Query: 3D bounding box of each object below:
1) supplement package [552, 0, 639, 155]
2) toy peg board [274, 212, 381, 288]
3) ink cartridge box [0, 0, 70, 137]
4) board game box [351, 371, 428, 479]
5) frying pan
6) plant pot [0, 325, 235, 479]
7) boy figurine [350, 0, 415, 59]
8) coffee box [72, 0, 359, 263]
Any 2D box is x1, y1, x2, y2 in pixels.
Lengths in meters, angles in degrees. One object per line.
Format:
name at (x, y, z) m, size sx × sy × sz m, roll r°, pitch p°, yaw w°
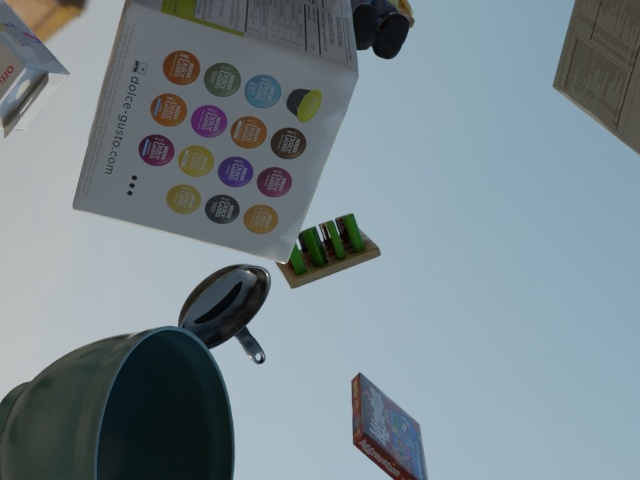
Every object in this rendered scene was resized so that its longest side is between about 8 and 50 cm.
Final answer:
supplement package at (0.466, -0.227, 1.605) m, size 0.263 × 0.199 × 0.198 m, roll 50°, pitch -40°, yaw 46°
toy peg board at (0.000, 0.000, 2.147) m, size 0.160 × 0.161 × 0.079 m, roll -130°, pitch -160°, yaw -73°
ink cartridge box at (-0.356, -0.188, 1.391) m, size 0.092 × 0.143 × 0.090 m, roll -47°, pitch 166°, yaw 19°
board game box at (0.111, 0.314, 2.066) m, size 0.027 × 0.145 × 0.281 m, roll -48°, pitch -171°, yaw 11°
frying pan at (-0.140, 0.122, 2.243) m, size 0.053 × 0.326 × 0.197 m, roll 45°, pitch -78°, yaw 26°
plant pot at (-0.250, 0.244, 1.430) m, size 0.196 × 0.293 × 0.293 m, roll -3°, pitch -117°, yaw 25°
boy figurine at (0.074, -0.412, 2.202) m, size 0.285 × 0.177 × 0.092 m, roll -105°, pitch -147°, yaw -61°
coffee box at (-0.153, -0.225, 1.904) m, size 0.338 × 0.334 × 0.338 m, roll -94°, pitch -158°, yaw -57°
